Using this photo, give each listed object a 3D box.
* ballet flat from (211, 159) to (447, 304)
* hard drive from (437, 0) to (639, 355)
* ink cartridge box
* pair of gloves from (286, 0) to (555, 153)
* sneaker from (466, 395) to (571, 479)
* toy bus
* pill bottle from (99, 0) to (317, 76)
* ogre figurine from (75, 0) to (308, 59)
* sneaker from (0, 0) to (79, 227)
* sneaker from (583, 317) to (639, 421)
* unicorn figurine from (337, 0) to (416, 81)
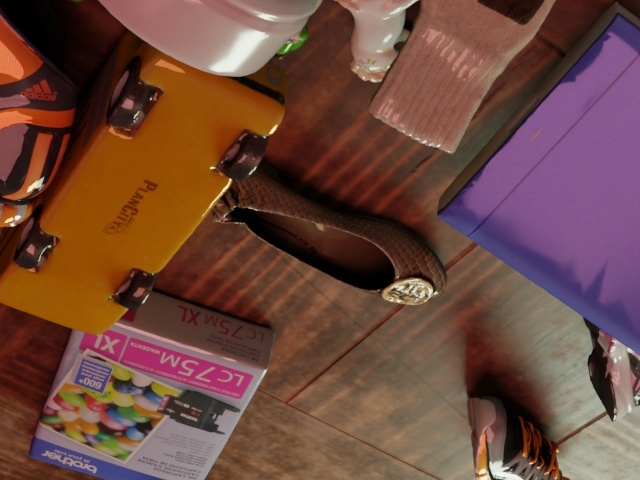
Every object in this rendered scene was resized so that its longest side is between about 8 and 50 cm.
[{"bbox_3d":[0.000,0.000,1.015,0.250,0.058,0.084,30,132,-20],"label":"ballet flat"},{"bbox_3d":[0.280,-0.008,0.920,0.319,0.040,0.210,34,121,-11],"label":"hard drive"},{"bbox_3d":[-0.184,0.171,1.217,0.186,0.065,0.311,19,136,-10],"label":"ink cartridge box"},{"bbox_3d":[0.053,-0.189,0.755,0.240,0.042,0.204,32,93,-26],"label":"pair of gloves"},{"bbox_3d":[0.199,0.216,1.194,0.083,0.084,0.215,-11,142,16],"label":"sneaker"},{"bbox_3d":[-0.149,-0.051,0.932,0.108,0.130,0.332,24,134,-22],"label":"toy bus"},{"bbox_3d":[0.019,-0.228,0.536,0.176,0.176,0.318,32,122,-22],"label":"pill bottle"},{"bbox_3d":[-0.095,-0.201,0.785,0.197,0.118,0.096,11,140,-1],"label":"ogre figurine"},{"bbox_3d":[-0.315,-0.162,0.873,0.321,0.124,0.180,30,112,-3],"label":"sneaker"},{"bbox_3d":[0.278,0.077,1.059,0.077,0.072,0.178,-19,132,-6],"label":"sneaker"},{"bbox_3d":[0.047,-0.166,0.840,0.111,0.060,0.162,2,133,1],"label":"unicorn figurine"}]
